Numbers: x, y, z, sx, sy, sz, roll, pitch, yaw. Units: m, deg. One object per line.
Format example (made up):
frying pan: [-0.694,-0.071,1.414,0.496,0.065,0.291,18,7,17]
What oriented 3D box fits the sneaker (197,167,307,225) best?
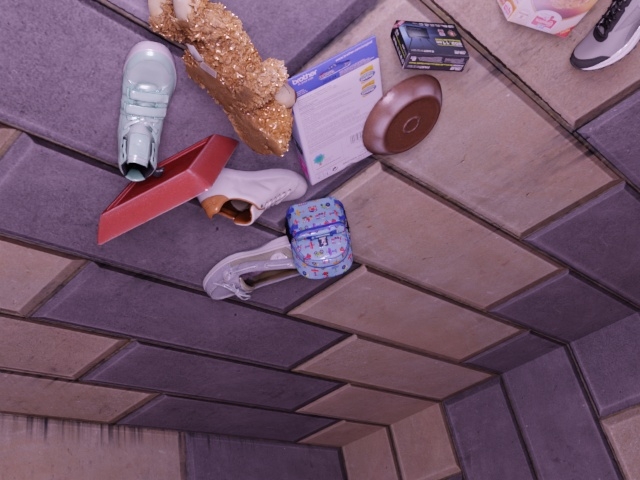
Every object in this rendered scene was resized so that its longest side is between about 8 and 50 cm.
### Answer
sneaker: [-0.139,-0.084,1.439,0.290,0.123,0.106,-4,155,-41]

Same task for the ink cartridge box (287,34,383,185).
ink cartridge box: [0.030,-0.253,1.285,0.186,0.065,0.311,-28,151,-8]

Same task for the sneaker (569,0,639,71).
sneaker: [0.566,-0.428,1.224,0.108,0.100,0.271,26,130,-26]

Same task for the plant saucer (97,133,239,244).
plant saucer: [-0.301,-0.114,1.296,0.259,0.259,0.047,-24,113,18]

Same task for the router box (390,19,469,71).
router box: [0.196,-0.351,1.201,0.123,0.092,0.038,-2,147,-17]

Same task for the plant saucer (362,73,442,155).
plant saucer: [0.176,-0.243,1.350,0.199,0.036,0.198,-27,149,-18]

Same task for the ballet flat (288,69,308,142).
ballet flat: [-0.041,-0.260,1.298,0.058,0.049,0.173,3,142,-21]

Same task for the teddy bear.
teddy bear: [-0.142,-0.290,1.064,0.338,0.113,0.245,46,160,-18]

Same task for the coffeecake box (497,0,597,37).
coffeecake box: [0.419,-0.454,1.141,0.143,0.068,0.185,5,145,-27]

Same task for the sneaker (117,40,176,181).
sneaker: [-0.306,-0.216,1.180,0.094,0.151,0.256,3,143,-21]

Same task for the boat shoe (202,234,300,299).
boat shoe: [-0.167,0.088,1.746,0.321,0.103,0.118,-22,147,14]

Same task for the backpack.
backpack: [0.000,0.000,1.603,0.158,0.173,0.116,-9,148,-4]
